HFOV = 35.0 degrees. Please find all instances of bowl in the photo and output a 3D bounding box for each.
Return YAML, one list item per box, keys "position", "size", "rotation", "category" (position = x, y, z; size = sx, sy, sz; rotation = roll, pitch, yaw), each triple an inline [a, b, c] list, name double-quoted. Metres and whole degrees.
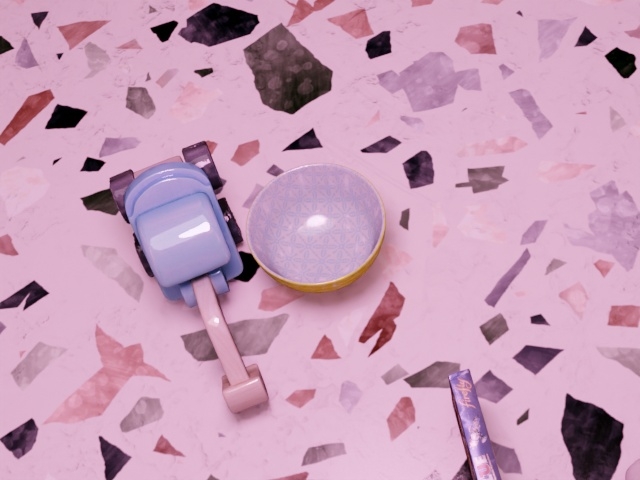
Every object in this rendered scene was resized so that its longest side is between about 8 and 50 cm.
- position: [0.000, 0.000, 2.113]
  size: [0.289, 0.156, 0.290]
  rotation: [-4, 59, 7]
  category: "bowl"

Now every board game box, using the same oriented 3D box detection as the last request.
- position: [0.285, 0.377, 1.841]
  size: [0.042, 0.165, 0.243]
  rotation: [-14, 58, 2]
  category: "board game box"

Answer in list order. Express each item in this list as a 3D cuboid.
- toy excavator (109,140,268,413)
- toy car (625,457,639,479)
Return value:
- position: [-0.248, 0.076, 2.055]
  size: [0.222, 0.433, 0.445]
  rotation: [-21, 31, -2]
  category: "toy excavator"
- position: [0.634, 0.418, 1.770]
  size: [0.182, 0.136, 0.159]
  rotation: [-36, 60, -11]
  category: "toy car"
